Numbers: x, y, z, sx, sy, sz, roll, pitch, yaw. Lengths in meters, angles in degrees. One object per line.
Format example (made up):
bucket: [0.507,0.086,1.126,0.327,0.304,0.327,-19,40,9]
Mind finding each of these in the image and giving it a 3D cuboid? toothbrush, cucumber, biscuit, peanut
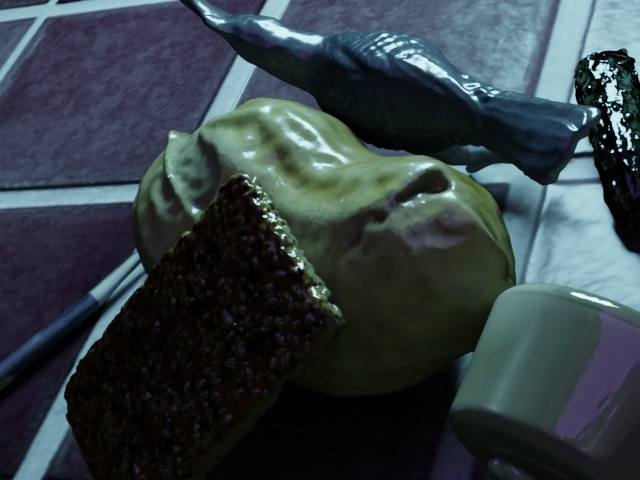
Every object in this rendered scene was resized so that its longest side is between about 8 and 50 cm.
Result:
toothbrush: [-0.193,0.061,0.972,0.288,0.024,0.026,-40,56,-18]
cucumber: [0.216,-0.075,0.891,0.053,0.053,0.181,-15,43,13]
biscuit: [-0.084,0.076,0.773,0.231,0.025,0.131,-50,55,27]
peanut: [-0.001,0.006,0.827,0.340,0.158,0.174,30,98,41]

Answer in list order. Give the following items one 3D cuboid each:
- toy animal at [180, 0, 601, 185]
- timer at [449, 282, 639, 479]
toy animal: [0.076,-0.091,0.856,0.367,0.206,0.081,28,98,42]
timer: [0.098,0.175,0.611,0.175,0.175,0.266,21,69,41]
